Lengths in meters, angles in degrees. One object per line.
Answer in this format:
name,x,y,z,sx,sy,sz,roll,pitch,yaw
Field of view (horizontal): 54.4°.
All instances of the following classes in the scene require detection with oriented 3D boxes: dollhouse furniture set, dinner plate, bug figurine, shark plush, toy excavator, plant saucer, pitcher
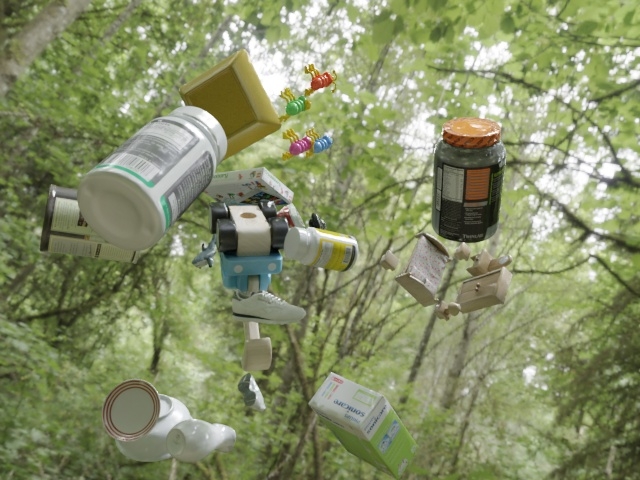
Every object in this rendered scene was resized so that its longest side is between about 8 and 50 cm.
dollhouse furniture set,0.402,0.050,1.903,0.355,0.303,0.174,42,-37,-17
dinner plate,-0.433,0.391,1.432,0.141,0.141,0.017,17,-21,14
bug figurine,-0.028,-0.334,1.724,0.072,0.216,0.278,22,-50,29
shark plush,-0.419,0.037,2.324,0.073,0.161,0.067,7,-31,49
toy excavator,-0.226,0.136,2.016,0.223,0.444,0.433,-4,26,-17
plant saucer,-0.361,-0.503,2.362,0.333,0.332,0.081,-25,4,21
pitcher,-0.393,0.608,1.927,0.178,0.125,0.207,8,-5,33

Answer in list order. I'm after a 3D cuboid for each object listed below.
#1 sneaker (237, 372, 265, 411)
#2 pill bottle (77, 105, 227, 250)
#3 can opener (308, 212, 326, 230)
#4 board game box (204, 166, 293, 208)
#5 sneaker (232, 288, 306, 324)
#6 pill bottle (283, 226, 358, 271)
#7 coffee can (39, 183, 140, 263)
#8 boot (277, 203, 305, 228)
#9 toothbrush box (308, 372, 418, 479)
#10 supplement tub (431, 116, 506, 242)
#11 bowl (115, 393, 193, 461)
sneaker,-0.202,0.450,1.829,0.061,0.054,0.152,50,3,-30
pill bottle,-0.365,-0.156,1.422,0.204,0.361,0.204,11,-52,15
can opener,0.000,0.000,2.065,0.059,0.186,0.073,-26,-24,22
board game box,-0.277,-0.185,2.273,0.306,0.053,0.193,-2,-25,32
sneaker,-0.160,0.201,1.891,0.235,0.094,0.090,3,2,12
pill bottle,0.001,0.025,1.921,0.209,0.119,0.119,12,-12,-29
coffee can,-0.684,-0.046,1.880,0.276,0.201,0.201,10,-13,-23
boot,-0.160,-0.061,2.377,0.088,0.176,0.244,65,-5,-14
toothbrush box,0.126,0.532,1.787,0.206,0.122,0.283,13,-34,46
supplement tub,0.409,-0.168,1.729,0.194,0.193,0.315,13,-56,25
bowl,-0.615,0.669,2.320,0.298,0.298,0.134,14,-64,23
